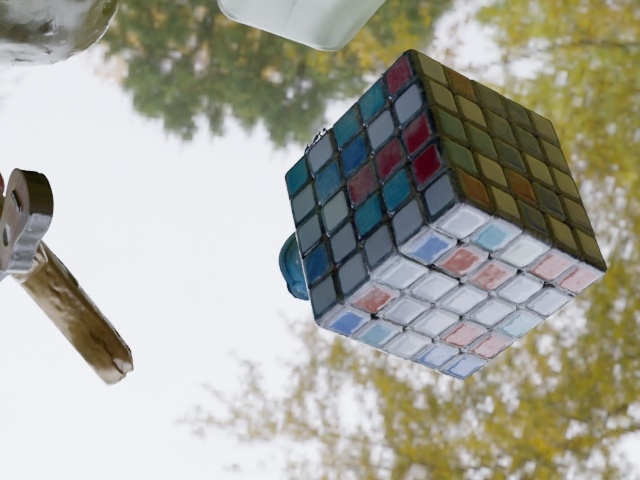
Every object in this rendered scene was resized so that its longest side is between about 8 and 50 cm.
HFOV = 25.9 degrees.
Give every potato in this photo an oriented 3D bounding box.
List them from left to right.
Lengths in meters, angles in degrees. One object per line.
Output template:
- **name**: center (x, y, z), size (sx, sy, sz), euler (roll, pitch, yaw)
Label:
- **potato**: center (-0.436, -0.346, 1.828), size (0.359, 0.270, 0.219), euler (-10, -119, -22)

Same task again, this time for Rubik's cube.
- **Rubik's cube**: center (0.159, -0.028, 1.871), size (0.293, 0.292, 0.287), euler (24, -141, -36)

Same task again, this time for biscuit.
- **biscuit**: center (-0.390, 0.012, 1.843), size (0.076, 0.394, 0.368), euler (-40, -142, -10)

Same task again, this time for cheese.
- **cheese**: center (0.000, 0.000, 2.124), size (0.106, 0.037, 0.256), euler (35, -136, -14)

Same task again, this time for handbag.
- **handbag**: center (-0.007, -0.364, 1.742), size (0.241, 0.109, 0.315), euler (16, 157, -10)

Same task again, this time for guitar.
- **guitar**: center (-0.368, 0.040, 1.600), size (0.038, 0.271, 0.084), euler (9, -148, -33)
